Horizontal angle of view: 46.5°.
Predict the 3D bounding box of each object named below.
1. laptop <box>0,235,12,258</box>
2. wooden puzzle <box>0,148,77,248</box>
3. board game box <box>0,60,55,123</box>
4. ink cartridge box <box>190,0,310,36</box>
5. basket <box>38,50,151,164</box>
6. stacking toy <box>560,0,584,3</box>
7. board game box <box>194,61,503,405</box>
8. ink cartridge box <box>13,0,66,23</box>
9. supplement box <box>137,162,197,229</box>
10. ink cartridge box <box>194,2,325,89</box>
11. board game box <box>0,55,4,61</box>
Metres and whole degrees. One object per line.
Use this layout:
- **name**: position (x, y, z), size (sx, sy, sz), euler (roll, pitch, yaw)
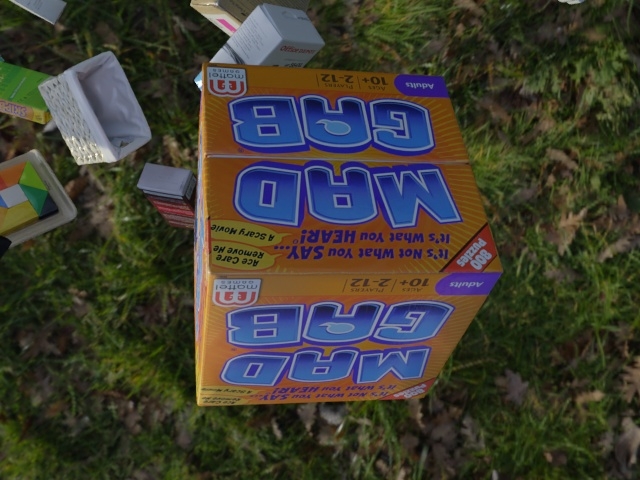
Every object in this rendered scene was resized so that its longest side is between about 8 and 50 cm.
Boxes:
- **laptop**: position (-0.671, 0.067, 1.239), size (0.136, 0.264, 0.234), euler (36, 88, 42)
- **wooden puzzle**: position (-0.759, -0.100, 1.839), size (0.221, 0.238, 0.044), euler (54, 155, 12)
- **board game box**: position (-0.574, -0.276, 1.316), size (0.259, 0.124, 0.039), euler (18, 126, 4)
- **ink cartridge box**: position (-0.128, -0.495, 1.490), size (0.088, 0.234, 0.193), euler (13, 81, 37)
- **basket**: position (-0.388, -0.221, 1.280), size (0.103, 0.113, 0.167), euler (-9, 115, 32)
- **stacking toy**: position (0.157, -0.234, 0.532), size (0.221, 0.167, 0.052), euler (17, 97, -18)
- **board game box**: position (0.000, 0.000, 1.094), size (0.356, 0.356, 0.356), euler (0, 143, -12)
- **ink cartridge box**: position (-0.708, -0.576, 1.664), size (0.239, 0.275, 0.060), euler (28, 94, -32)
- **supplement box**: position (-0.363, -0.106, 1.932), size (0.130, 0.073, 0.239), euler (10, 158, 15)
- **ink cartridge box**: position (-0.112, -0.335, 1.394), size (0.203, 0.148, 0.086), euler (-39, 78, 32)
- **board game box**: position (-1.009, -0.455, 1.849), size (0.336, 0.079, 0.254), euler (-39, 85, -6)
